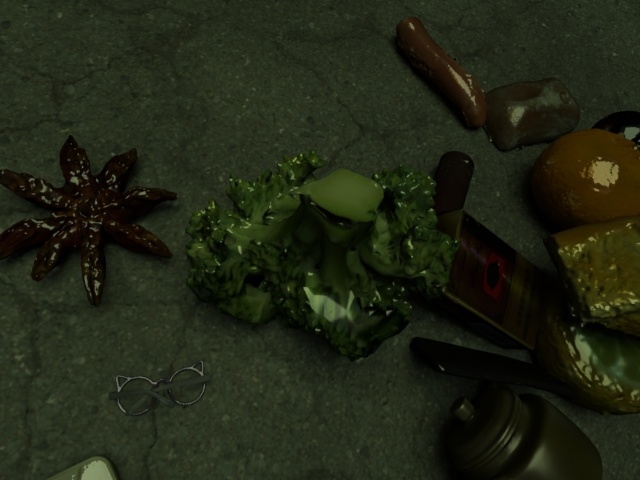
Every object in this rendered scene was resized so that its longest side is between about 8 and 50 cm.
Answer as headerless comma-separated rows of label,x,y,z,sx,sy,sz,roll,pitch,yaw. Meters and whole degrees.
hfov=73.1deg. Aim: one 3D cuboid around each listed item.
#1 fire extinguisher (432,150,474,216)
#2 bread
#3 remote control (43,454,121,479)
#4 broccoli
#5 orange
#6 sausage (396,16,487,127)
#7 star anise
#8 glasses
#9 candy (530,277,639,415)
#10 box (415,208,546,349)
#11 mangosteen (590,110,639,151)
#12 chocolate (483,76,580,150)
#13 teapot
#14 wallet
fire extinguisher,0.238,-0.044,0.817,0.089,0.072,0.268,23,65,0
bread,0.510,0.051,0.696,0.261,0.163,0.204,14,46,-19
remote control,-0.357,0.352,0.516,0.230,0.049,0.090,-25,77,-23
broccoli,0.010,0.008,0.637,0.338,0.317,0.277,38,57,-25
orange,0.540,-0.116,0.866,0.219,0.193,0.220,5,51,-6
sausage,0.270,-0.377,0.961,0.078,0.078,0.304,-33,79,-24
star anise,-0.358,-0.036,0.655,0.287,0.088,0.289,4,70,-12
glasses,-0.221,0.200,0.583,0.139,0.104,0.063,-7,72,-13
candy,0.505,0.177,0.779,0.259,0.118,0.260,5,63,-10
box,0.283,0.071,0.742,0.240,0.071,0.160,32,67,-23
mangosteen,0.670,-0.216,0.970,0.152,0.152,0.153,5,67,-12
chocolate,0.488,-0.304,0.982,0.261,0.083,0.161,-19,72,-20
teapot,0.270,0.293,0.635,0.175,0.186,0.267,43,27,6
wallet,0.278,0.205,0.702,0.244,0.124,0.025,15,94,-8
